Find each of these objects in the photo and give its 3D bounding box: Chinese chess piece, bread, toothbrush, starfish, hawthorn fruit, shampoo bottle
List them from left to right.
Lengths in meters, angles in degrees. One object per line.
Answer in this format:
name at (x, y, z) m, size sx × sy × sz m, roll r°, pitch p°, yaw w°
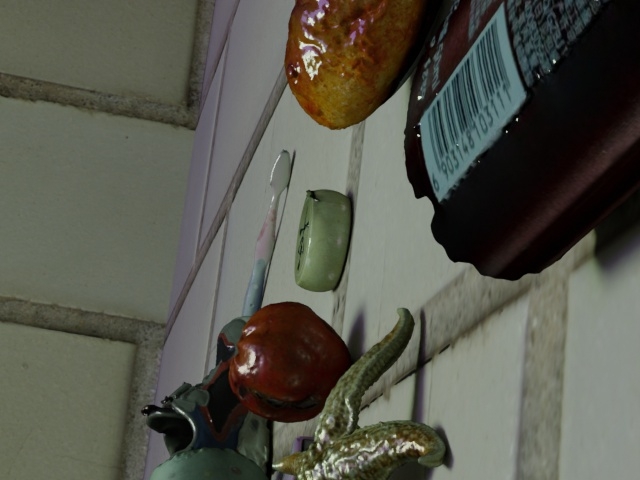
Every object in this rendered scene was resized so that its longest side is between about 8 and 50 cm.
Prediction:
toothbrush at (-0.065, 0.026, 1.612) m, size 0.027 × 0.021 × 0.269 m, roll -68°, pitch -8°, yaw -70°
hawthorn fruit at (-0.019, 0.091, 1.062) m, size 0.093 × 0.093 × 0.093 m, roll -170°, pitch 90°, yaw -81°
Chinese chess piece at (0.000, 0.000, 1.193) m, size 0.084 × 0.034 × 0.084 m, roll -171°, pitch 90°, yaw -81°
starfish at (0.008, 0.140, 0.855) m, size 0.223 × 0.050 × 0.217 m, roll -67°, pitch 11°, yaw -16°
bread at (0.041, -0.205, 0.976) m, size 0.139 × 0.095 × 0.269 m, roll -126°, pitch 50°, yaw -67°
shampoo bottle at (0.109, -0.095, 0.473) m, size 0.323 × 0.084 × 0.129 m, roll 122°, pitch 154°, yaw -65°

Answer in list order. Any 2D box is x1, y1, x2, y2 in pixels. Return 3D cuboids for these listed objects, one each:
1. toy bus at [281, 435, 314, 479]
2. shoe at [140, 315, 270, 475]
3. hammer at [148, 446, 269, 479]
toy bus at (-0.011, 0.191, 1.001) m, size 0.037 × 0.052 × 0.130 m, roll -95°, pitch 18°, yaw -54°
shoe at (-0.111, 0.171, 1.422) m, size 0.099 × 0.125 × 0.227 m, roll 106°, pitch 168°, yaw -49°
hammer at (-0.107, 0.358, 1.294) m, size 0.206 × 0.119 × 0.335 m, roll -91°, pitch 7°, yaw -56°
